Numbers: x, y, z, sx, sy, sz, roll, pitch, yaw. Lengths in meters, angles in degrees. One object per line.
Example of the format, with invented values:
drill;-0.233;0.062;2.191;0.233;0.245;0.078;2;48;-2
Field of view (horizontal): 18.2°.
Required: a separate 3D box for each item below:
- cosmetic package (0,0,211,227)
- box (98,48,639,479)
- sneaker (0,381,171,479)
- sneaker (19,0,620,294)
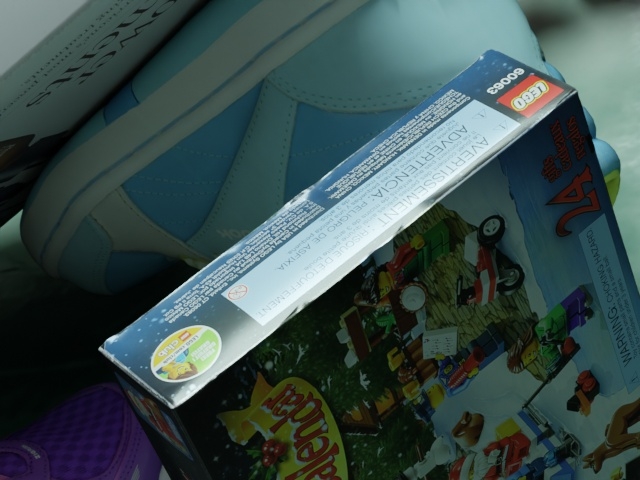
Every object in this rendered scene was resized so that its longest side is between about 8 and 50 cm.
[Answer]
cosmetic package;-0.143;-0.082;0.863;0.377;0.097;0.284;-38;0;18
box;0.042;0.076;0.661;0.159;0.233;0.044;-39;41;-18
sneaker;-0.164;0.129;0.820;0.236;0.104;0.095;-38;37;-19
sneaker;0.000;0.000;0.882;0.127;0.208;0.319;-37;0;-40
